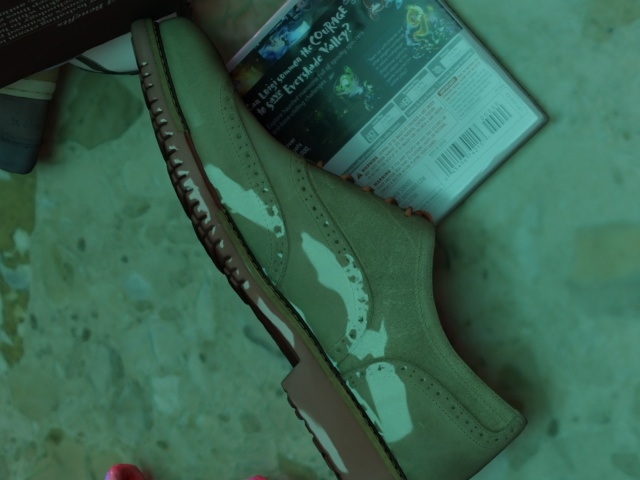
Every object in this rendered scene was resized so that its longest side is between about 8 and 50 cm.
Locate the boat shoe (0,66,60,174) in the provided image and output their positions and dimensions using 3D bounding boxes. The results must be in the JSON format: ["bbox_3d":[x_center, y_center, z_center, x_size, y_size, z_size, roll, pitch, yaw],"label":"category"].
[{"bbox_3d":[-0.319,-0.099,1.184,0.285,0.103,0.092,7,90,15],"label":"boat shoe"}]

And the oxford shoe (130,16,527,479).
[{"bbox_3d":[0.000,0.000,1.051,0.130,0.123,0.348,-30,86,-2],"label":"oxford shoe"}]

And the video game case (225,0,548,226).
[{"bbox_3d":[0.021,-0.077,1.097,0.190,0.022,0.173,-44,78,18],"label":"video game case"}]

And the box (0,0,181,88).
[{"bbox_3d":[-0.197,-0.203,0.996,0.168,0.203,0.167,-25,81,-4],"label":"box"}]

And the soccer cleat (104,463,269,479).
[{"bbox_3d":[-0.007,0.207,1.078,0.318,0.109,0.116,0,88,23],"label":"soccer cleat"}]

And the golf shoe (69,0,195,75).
[{"bbox_3d":[-0.184,-0.157,1.133,0.198,0.094,0.077,14,97,18],"label":"golf shoe"}]
